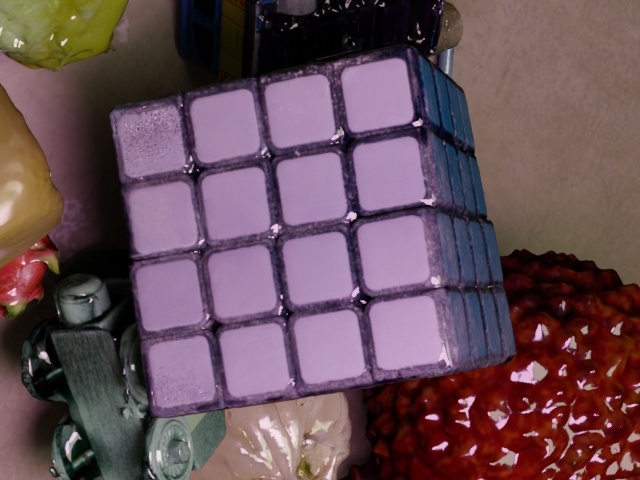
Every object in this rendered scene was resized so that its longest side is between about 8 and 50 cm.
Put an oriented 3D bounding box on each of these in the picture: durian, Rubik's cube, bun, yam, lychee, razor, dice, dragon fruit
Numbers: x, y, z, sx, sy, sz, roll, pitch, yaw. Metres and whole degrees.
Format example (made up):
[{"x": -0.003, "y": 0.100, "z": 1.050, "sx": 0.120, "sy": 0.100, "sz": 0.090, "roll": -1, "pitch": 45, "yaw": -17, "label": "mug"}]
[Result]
[{"x": -0.314, "y": -0.326, "z": 1.692, "sx": 0.340, "sy": 0.204, "sz": 0.255, "roll": 34, "pitch": 84, "yaw": -51, "label": "durian"}, {"x": 0.000, "y": 0.000, "z": 1.788, "sx": 0.344, "sy": 0.344, "sz": 0.337, "roll": 5, "pitch": 75, "yaw": -76, "label": "Rubik's cube"}, {"x": -0.065, "y": 0.269, "z": 2.052, "sx": 0.259, "sy": 0.160, "sz": 0.259, "roll": -10, "pitch": 108, "yaw": -32, "label": "bun"}, {"x": 0.103, "y": -0.252, "z": 2.106, "sx": 0.169, "sy": 0.068, "sz": 0.068, "roll": -27, "pitch": 116, "yaw": -31, "label": "yam"}, {"x": 0.236, "y": 0.229, "z": 2.123, "sx": 0.500, "sy": 0.424, "sz": 0.424, "roll": -29, "pitch": 130, "yaw": 23, "label": "lychee"}, {"x": 0.167, "y": -0.231, "z": 2.181, "sx": 0.068, "sy": 0.040, "sz": 0.135, "roll": -1, "pitch": 97, "yaw": -38, "label": "razor"}, {"x": -0.402, "y": -0.064, "z": 1.587, "sx": 0.227, "sy": 0.238, "sz": 0.233, "roll": -33, "pitch": 87, "yaw": -14, "label": "dice"}, {"x": -0.356, "y": -0.024, "z": 1.772, "sx": 0.137, "sy": 0.135, "sz": 0.236, "roll": -10, "pitch": 103, "yaw": -31, "label": "dragon fruit"}]

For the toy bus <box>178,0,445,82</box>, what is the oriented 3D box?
[{"x": -0.007, "y": -0.274, "z": 1.942, "sx": 0.288, "sy": 0.175, "sz": 0.138, "roll": -18, "pitch": 128, "yaw": -33, "label": "toy bus"}]

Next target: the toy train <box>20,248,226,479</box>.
[{"x": -0.212, "y": 0.156, "z": 1.869, "sx": 0.238, "sy": 0.167, "sz": 0.299, "roll": -52, "pitch": 136, "yaw": -56, "label": "toy train"}]
